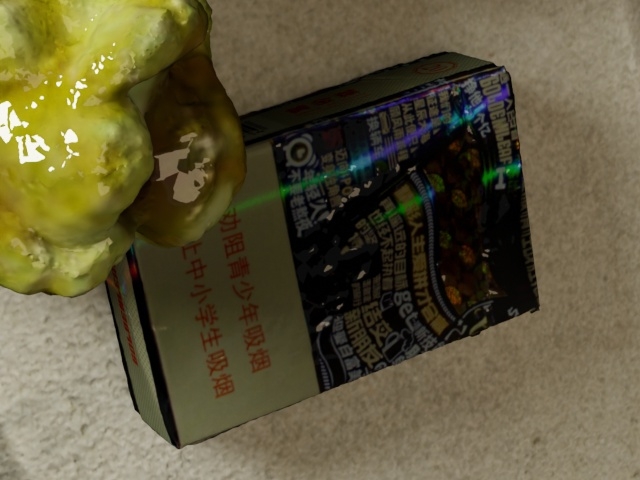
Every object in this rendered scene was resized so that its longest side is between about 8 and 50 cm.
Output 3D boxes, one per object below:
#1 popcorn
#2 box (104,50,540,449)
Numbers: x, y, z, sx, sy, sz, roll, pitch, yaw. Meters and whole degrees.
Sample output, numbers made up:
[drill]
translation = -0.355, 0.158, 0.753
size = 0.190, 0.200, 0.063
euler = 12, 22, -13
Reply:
[popcorn]
translation = -0.179, -0.095, 0.889
size = 0.276, 0.276, 0.225
euler = 44, 66, -29
[box]
translation = 0.000, 0.000, 1.118
size = 0.310, 0.084, 0.198
euler = -19, 111, -22
